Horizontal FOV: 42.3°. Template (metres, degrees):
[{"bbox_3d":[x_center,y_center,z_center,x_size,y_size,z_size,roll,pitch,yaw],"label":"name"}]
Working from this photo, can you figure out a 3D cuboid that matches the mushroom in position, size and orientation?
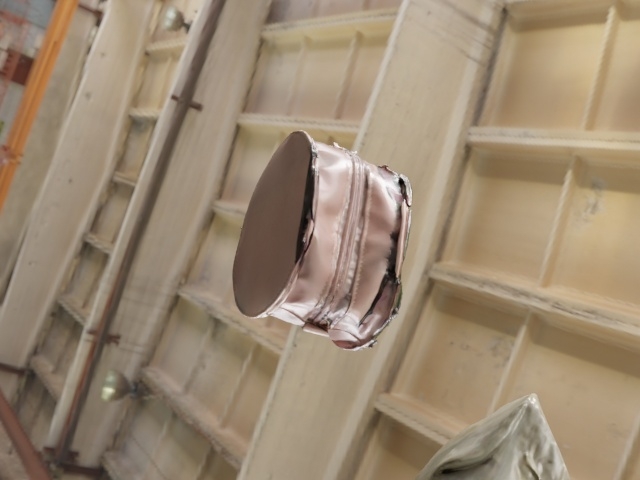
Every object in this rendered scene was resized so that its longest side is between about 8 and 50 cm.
[{"bbox_3d":[0.095,0.205,0.582,0.247,0.096,0.108,-45,-133,-13],"label":"mushroom"}]

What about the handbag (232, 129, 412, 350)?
[{"bbox_3d":[0.001,0.000,0.828,0.179,0.116,0.205,-25,-127,59],"label":"handbag"}]
